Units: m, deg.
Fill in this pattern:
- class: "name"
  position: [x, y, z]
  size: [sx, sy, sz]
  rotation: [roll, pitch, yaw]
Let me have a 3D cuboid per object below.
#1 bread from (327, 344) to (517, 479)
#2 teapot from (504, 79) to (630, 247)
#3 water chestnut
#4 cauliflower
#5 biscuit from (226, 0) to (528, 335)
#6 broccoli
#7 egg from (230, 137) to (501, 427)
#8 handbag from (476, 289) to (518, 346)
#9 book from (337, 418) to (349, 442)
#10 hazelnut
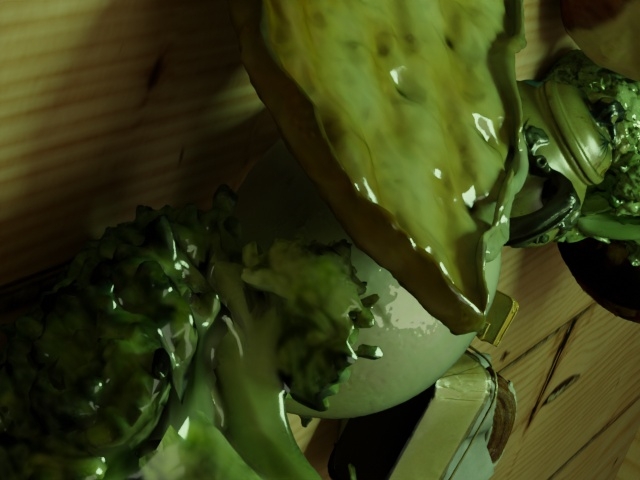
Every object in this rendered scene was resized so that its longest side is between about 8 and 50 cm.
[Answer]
- class: "bread"
  position: [0.115, 0.208, 1.805]
  size: [0.212, 0.142, 0.224]
  rotation: [13, 108, -55]
- class: "teapot"
  position: [0.214, -0.083, 1.591]
  size: [0.182, 0.173, 0.269]
  rotation: [-27, -156, 17]
- class: "water chestnut"
  position: [0.452, 0.000, 2.138]
  size: [0.300, 0.300, 0.300]
  rotation: [-48, 156, -30]
- class: "cauliflower"
  position: [0.326, -0.082, 1.887]
  size: [0.250, 0.275, 0.272]
  rotation: [-29, 176, 12]
- class: "biscuit"
  position: [0.065, -0.112, 1.146]
  size: [0.078, 0.329, 0.335]
  rotation: [-25, -175, 38]
- class: "broccoli"
  position: [-0.097, 0.161, 1.084]
  size: [0.293, 0.281, 0.348]
  rotation: [-51, 160, -37]
- class: "egg"
  position: [0.017, -0.002, 1.236]
  size: [0.162, 0.206, 0.271]
  rotation: [41, 65, -55]
- class: "handbag"
  position: [0.174, 0.076, 1.833]
  size: [0.061, 0.083, 0.027]
  rotation: [-60, 156, -2]
- class: "book"
  position: [0.096, 0.129, 1.866]
  size: [0.232, 0.022, 0.162]
  rotation: [-43, 152, -40]
- class: "hazelnut"
  position: [0.374, -0.266, 1.695]
  size: [0.261, 0.261, 0.241]
  rotation: [-64, 158, 10]
